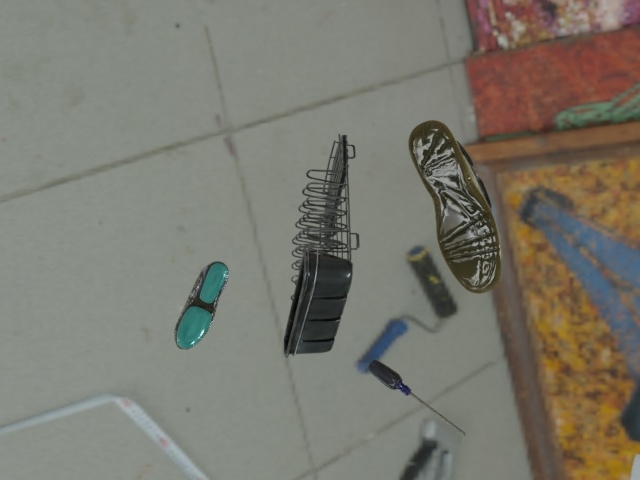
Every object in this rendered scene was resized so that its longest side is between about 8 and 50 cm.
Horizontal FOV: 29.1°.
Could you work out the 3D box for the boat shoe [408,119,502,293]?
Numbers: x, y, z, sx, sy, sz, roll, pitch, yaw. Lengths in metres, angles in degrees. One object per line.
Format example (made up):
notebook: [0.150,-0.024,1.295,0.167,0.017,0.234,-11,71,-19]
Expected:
boat shoe: [0.178,-0.045,1.540,0.073,0.080,0.223,-18,87,-65]

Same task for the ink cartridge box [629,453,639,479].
ink cartridge box: [0.404,0.326,0.900,0.091,0.385,0.308,-28,127,-62]

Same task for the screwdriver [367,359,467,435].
screwdriver: [0.130,0.217,1.665,0.024,0.170,0.025,-29,148,-41]

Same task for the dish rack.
dish rack: [0.000,0.000,1.642,0.074,0.208,0.271,6,53,-8]

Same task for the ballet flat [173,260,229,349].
ballet flat: [-0.143,0.078,1.470,0.041,0.041,0.114,34,77,-39]
